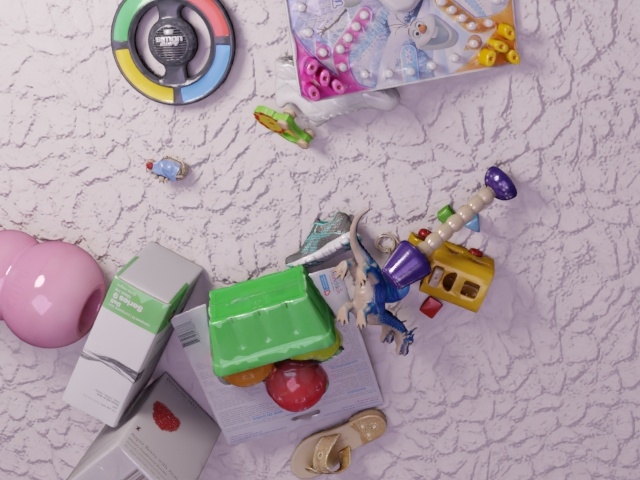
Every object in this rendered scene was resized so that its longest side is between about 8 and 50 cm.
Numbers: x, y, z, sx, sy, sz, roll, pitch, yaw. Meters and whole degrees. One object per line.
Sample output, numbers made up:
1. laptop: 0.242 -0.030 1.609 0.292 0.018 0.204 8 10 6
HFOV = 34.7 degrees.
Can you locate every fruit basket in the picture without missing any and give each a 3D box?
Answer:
1. fruit basket: -0.075 0.224 1.956 0.327 0.165 0.353 -17 129 4

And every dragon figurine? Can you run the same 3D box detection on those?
1. dragon figurine: 0.102 0.074 1.852 0.085 0.144 0.289 4 103 45

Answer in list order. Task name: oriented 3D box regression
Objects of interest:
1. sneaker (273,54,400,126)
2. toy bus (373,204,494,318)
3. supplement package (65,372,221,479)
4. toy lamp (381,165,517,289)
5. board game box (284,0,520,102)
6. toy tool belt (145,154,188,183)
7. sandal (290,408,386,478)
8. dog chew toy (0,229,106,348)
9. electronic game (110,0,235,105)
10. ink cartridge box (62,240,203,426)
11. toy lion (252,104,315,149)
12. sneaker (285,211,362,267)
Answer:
1. sneaker: 0.026 -0.252 1.813 0.232 0.090 0.115 16 117 13
2. toy bus: 0.218 0.054 1.871 0.202 0.104 0.191 -23 104 15
3. supplement package: -0.340 0.423 1.983 0.175 0.293 0.177 -40 99 19
4. toy lamp: 0.224 -0.017 1.800 0.274 0.080 0.080 -38 101 -9
5. board game box: 0.130 -0.445 1.670 0.390 0.050 0.390 -12 108 -9
6. toy tool belt: -0.292 -0.132 1.912 0.083 0.051 0.052 11 110 5
7. sandal: 0.028 0.423 2.035 0.240 0.079 0.088 -36 107 20
8. dog chew toy: -0.582 0.073 1.957 0.332 0.206 0.206 22 111 9
9. electronic game: -0.264 -0.354 1.833 0.229 0.048 0.229 3 109 8
10. ink cartridge box: -0.355 0.175 1.943 0.121 0.211 0.289 28 110 0
11. toy lion: -0.072 -0.207 1.844 0.100 0.096 0.034 42 70 -41
12. sneaker: 0.000 0.000 1.917 0.166 0.065 0.076 -26 73 26
